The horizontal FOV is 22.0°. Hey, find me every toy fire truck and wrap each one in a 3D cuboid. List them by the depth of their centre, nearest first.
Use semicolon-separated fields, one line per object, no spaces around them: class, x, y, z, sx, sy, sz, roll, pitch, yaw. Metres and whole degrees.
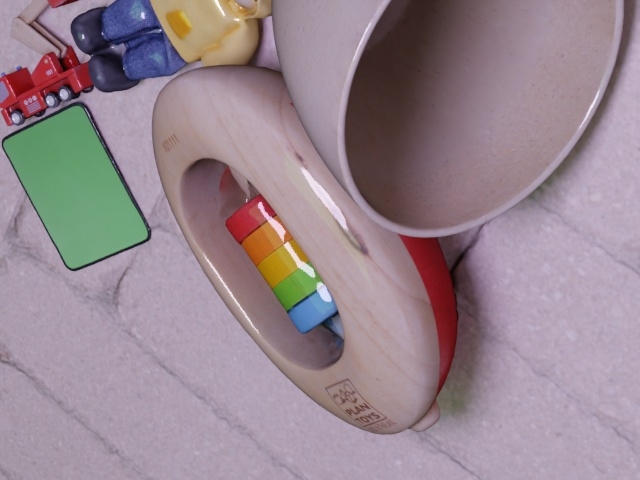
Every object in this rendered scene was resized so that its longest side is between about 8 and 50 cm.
toy fire truck;-0.324;-0.224;1.930;0.192;0.047;0.135;-20;98;36

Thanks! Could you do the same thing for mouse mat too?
mouse mat;-0.298;-0.063;2.002;0.152;0.007;0.190;-20;102;35

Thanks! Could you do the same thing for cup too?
cup;0.086;-0.202;1.562;0.237;0.331;0.331;40;129;42

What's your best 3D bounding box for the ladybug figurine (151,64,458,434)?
ladybug figurine;0.000;0.000;1.731;0.449;0.162;0.305;57;149;-2

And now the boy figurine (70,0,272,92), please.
boy figurine;-0.134;-0.241;1.785;0.285;0.092;0.177;-15;98;38
